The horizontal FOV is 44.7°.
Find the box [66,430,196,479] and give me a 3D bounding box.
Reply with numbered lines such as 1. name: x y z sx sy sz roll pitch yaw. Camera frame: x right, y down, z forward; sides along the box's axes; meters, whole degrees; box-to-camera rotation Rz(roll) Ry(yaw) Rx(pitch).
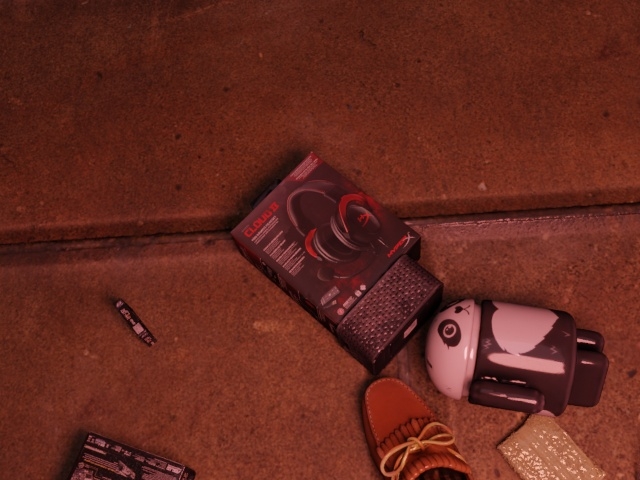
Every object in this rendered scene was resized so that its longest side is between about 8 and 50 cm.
1. box: -0.316 0.412 1.260 0.180 0.077 0.147 15 68 13

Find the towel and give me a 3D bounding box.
1. towel: 0.366 0.355 1.242 0.110 0.027 0.148 -39 69 -10

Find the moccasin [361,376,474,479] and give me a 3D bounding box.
1. moccasin: 0.163 0.361 1.171 0.139 0.147 0.380 -15 49 -6

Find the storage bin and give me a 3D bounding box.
1. storage bin: 0.119 0.127 1.317 0.084 0.122 0.180 40 76 21

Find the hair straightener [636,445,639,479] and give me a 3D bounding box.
1. hair straightener: 0.586 0.305 1.237 0.230 0.047 0.089 -34 67 -4

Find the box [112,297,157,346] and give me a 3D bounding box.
1. box: -0.330 0.147 1.387 0.018 0.067 0.083 -40 67 -10

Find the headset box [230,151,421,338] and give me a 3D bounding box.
1. headset box: 0.000 0.000 1.393 0.293 0.110 0.218 40 76 20

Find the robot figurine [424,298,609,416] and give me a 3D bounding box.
1. robot figurine: 0.307 0.183 1.243 0.278 0.209 0.174 8 80 9
